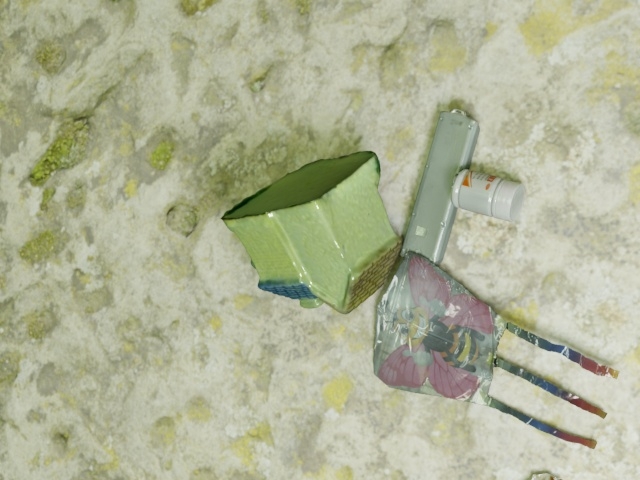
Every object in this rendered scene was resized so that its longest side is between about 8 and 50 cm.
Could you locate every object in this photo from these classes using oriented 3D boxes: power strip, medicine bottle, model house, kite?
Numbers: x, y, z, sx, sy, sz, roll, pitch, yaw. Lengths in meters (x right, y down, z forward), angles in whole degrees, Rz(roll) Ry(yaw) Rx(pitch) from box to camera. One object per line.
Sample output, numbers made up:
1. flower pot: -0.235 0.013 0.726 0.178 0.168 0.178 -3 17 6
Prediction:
1. power strip: 0.166 -0.062 1.775 0.060 0.027 0.253 19 97 25
2. medicine bottle: 0.231 -0.062 1.726 0.089 0.057 0.057 17 96 27
3. model house: 0.000 0.000 1.800 0.214 0.195 0.189 -11 108 40
4. kite: 0.229 0.159 1.727 0.360 0.022 0.204 21 108 26

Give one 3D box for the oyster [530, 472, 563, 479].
1. oyster: 0.318 0.395 1.670 0.108 0.053 0.166 -40 61 -8
